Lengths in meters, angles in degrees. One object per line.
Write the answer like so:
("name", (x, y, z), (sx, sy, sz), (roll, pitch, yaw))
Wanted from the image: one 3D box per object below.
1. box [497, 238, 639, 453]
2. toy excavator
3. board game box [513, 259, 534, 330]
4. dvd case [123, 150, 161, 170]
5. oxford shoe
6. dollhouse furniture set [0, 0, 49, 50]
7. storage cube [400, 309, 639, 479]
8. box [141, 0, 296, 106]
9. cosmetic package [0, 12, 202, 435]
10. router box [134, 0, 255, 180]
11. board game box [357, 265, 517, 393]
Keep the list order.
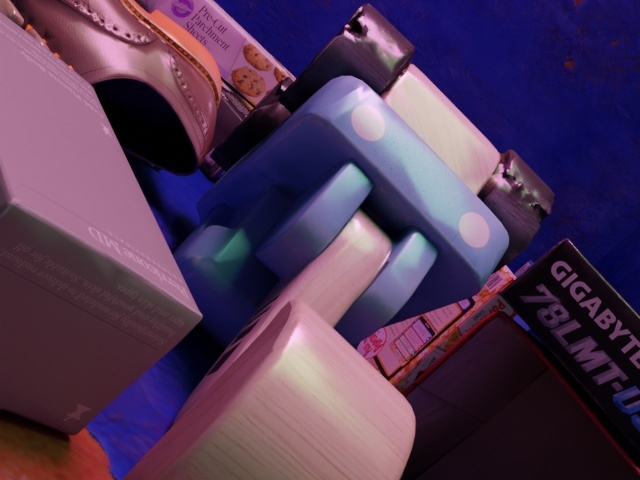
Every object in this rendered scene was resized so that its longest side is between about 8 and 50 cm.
("box", (0.282, 0.145, 0.690), (0.293, 0.073, 0.295), (51, 10, 21))
("toy excavator", (-0.009, 0.038, 0.607), (0.222, 0.445, 0.433), (44, -31, -11))
("board game box", (0.225, 0.121, 1.167), (0.047, 0.210, 0.160), (48, 11, 2))
("dvd case", (-0.213, -0.120, 0.875), (0.087, 0.013, 0.119), (52, 13, 27))
("oxford shoe", (-0.232, -0.181, 0.739), (0.363, 0.130, 0.133), (29, 36, -31))
("dollhouse furniture set", (-0.325, -0.206, 0.504), (0.201, 0.152, 0.374), (51, -6, 27))
("storage cube", (0.162, 0.201, 0.689), (0.193, 0.183, 0.215), (34, 16, -52))
("box", (-0.101, -0.237, 1.166), (0.324, 0.067, 0.063), (38, 13, -42))
("cosmetic package", (-0.169, -0.027, 0.459), (0.127, 0.107, 0.238), (39, 9, -48))
("router box", (-0.154, -0.193, 1.198), (0.309, 0.081, 0.243), (51, 11, 21))
("board game box", (0.118, 0.077, 0.951), (0.045, 0.193, 0.147), (40, 13, -33))
